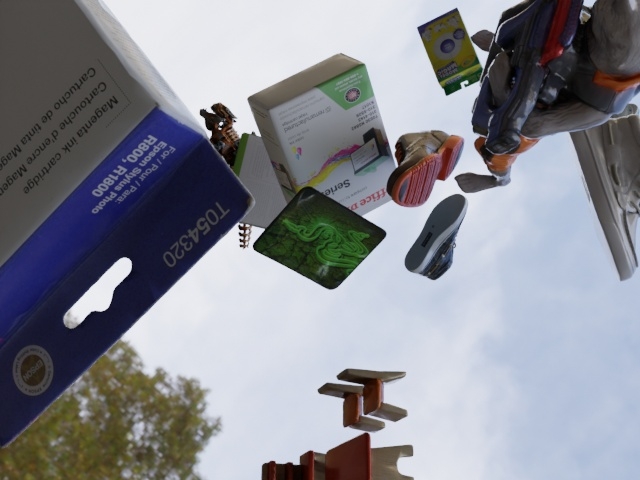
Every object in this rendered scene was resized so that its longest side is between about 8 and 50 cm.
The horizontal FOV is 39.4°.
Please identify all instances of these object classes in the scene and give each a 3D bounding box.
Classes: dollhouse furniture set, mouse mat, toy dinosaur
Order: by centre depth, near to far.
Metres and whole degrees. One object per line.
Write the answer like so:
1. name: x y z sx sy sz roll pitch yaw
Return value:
1. dollhouse furniture set: 0.018 0.330 1.244 0.259 0.135 0.261 132 -37 -59
2. mouse mat: 0.000 0.000 1.501 0.152 0.190 0.007 -48 -146 21
3. toy dinosaur: -0.225 -0.147 2.033 0.219 0.164 0.321 -17 -112 -11

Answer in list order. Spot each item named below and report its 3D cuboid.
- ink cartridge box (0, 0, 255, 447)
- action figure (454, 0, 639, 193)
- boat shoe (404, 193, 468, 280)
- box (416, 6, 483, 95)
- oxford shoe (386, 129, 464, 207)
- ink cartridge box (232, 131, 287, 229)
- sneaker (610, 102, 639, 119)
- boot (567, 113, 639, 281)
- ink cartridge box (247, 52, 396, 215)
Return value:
1. ink cartridge box: -0.268 -0.049 0.759 0.324 0.071 0.330 -44 -111 14
2. action figure: 0.260 -0.210 0.944 0.330 0.179 0.341 161 -49 -76
3. boat shoe: 0.244 -0.006 1.771 0.183 0.083 0.065 -55 -136 11
4. box: 0.294 -0.422 2.012 0.105 0.043 0.179 -24 -109 17
5. oxford shoe: 0.163 -0.131 1.570 0.098 0.096 0.271 25 -152 18
6. ink cartridge box: -0.064 -0.109 1.922 0.097 0.255 0.188 -83 -173 -85
7. sneaker: 0.560 -0.213 1.666 0.083 0.071 0.190 -23 -109 23
8. boot: 0.468 -0.073 1.351 0.124 0.095 0.258 -15 -109 11
9. ink cartridge box: 0.015 -0.172 1.650 0.201 0.278 0.117 -28 -149 -13
